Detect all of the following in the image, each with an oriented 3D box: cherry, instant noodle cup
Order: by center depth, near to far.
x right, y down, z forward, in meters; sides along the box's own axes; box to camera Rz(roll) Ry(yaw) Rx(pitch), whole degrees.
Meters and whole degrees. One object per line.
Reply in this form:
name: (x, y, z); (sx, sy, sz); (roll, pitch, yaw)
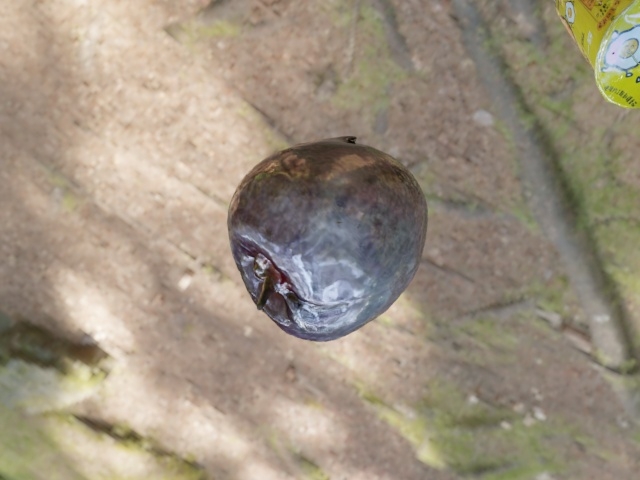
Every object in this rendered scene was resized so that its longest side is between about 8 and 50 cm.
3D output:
cherry: (0.010, -0.003, 1.194); (0.195, 0.195, 0.195); (24, 148, 16)
instant noodle cup: (0.367, -0.267, 1.498); (0.182, 0.182, 0.144); (73, 171, -47)
